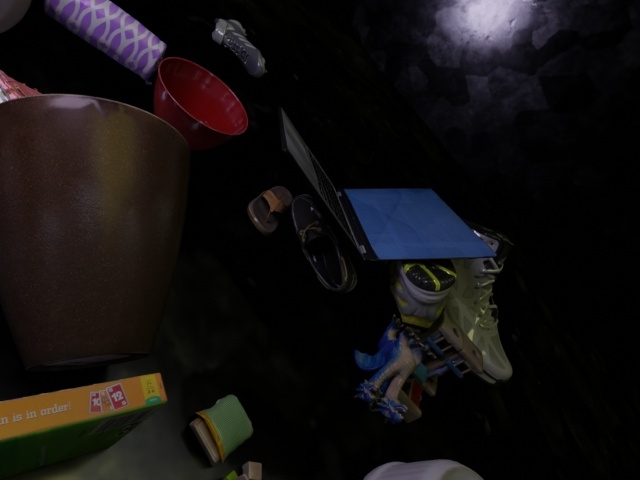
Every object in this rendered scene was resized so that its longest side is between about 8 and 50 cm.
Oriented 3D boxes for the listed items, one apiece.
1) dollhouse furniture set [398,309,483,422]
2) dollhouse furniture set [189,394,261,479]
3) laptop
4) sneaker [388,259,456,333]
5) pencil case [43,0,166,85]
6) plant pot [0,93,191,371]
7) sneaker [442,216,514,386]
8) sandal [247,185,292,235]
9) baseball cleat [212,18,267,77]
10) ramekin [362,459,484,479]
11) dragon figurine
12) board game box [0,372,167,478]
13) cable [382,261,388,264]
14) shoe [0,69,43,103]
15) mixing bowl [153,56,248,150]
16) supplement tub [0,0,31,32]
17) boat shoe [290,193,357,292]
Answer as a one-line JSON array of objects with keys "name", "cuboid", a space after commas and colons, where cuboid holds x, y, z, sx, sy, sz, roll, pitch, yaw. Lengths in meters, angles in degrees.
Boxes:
[{"name": "dollhouse furniture set", "cuboid": [0.225, 0.260, 0.825, 0.129, 0.129, 0.184, 48, 30, -5]}, {"name": "dollhouse furniture set", "cuboid": [-0.083, 0.253, 0.500, 0.152, 0.058, 0.076, 57, 31, 10]}, {"name": "laptop", "cuboid": [0.117, -0.139, 0.904, 0.408, 0.236, 0.382, 54, 10, -26]}, {"name": "sneaker", "cuboid": [0.204, 0.057, 0.957, 0.145, 0.147, 0.385, 14, 24, 6]}, {"name": "pencil case", "cuboid": [-0.384, -0.383, 0.771, 0.206, 0.086, 0.088, 33, 1, -31]}, {"name": "plant pot", "cuboid": [-0.241, 0.011, 0.445, 0.215, 0.215, 0.231, 10, 64, -47]}, {"name": "sneaker", "cuboid": [0.405, 0.129, 1.075, 0.169, 0.257, 0.448, -7, 62, -55]}, {"name": "sandal", "cuboid": [-0.092, -0.073, 0.847, 0.072, 0.049, 0.180, 45, 31, -9]}, {"name": "baseball cleat", "cuboid": [-0.231, -0.524, 1.152, 0.109, 0.072, 0.206, -12, 61, -41]}, {"name": "ramekin", "cuboid": [0.171, 0.434, 0.570, 0.272, 0.127, 0.273, 33, 34, -27]}, {"name": "dragon figurine", "cuboid": [0.116, 0.218, 0.764, 0.085, 0.144, 0.289, 48, -1, -4]}, {"name": "board game box", "cuboid": [-0.261, 0.156, 0.308, 0.259, 0.124, 0.039, 3, 53, -51]}, {"name": "cable", "cuboid": [0.134, -0.024, 1.114, 0.139, 0.072, 0.287, 34, 19, 3]}, {"name": "shoe", "cuboid": [-0.402, -0.183, 0.555, 0.178, 0.063, 0.081, 53, 29, -7]}, {"name": "mixing bowl", "cuboid": [-0.237, -0.236, 0.786, 0.181, 0.098, 0.182, 34, 34, -27]}, {"name": "supplement tub", "cuboid": [-0.497, -0.430, 0.564, 0.191, 0.191, 0.272, 12, 48, -46]}, {"name": "boat shoe", "cuboid": [0.000, 0.000, 0.847, 0.228, 0.081, 0.068, 61, 14, 13]}]
